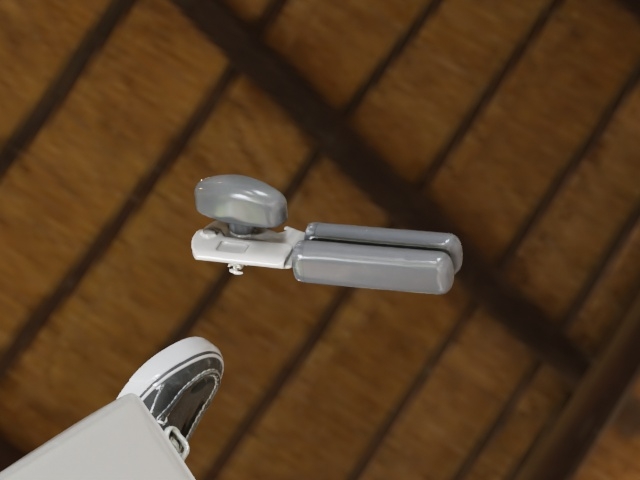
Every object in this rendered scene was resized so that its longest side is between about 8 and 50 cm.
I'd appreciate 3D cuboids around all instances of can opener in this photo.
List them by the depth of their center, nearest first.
[{"bbox_3d":[0.000,0.000,1.925,0.074,0.280,0.093,-60,-26,-53],"label":"can opener"}]

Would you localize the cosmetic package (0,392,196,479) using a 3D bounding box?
[{"bbox_3d":[-0.244,0.369,1.319,0.329,0.327,0.394,-36,-3,32],"label":"cosmetic package"}]

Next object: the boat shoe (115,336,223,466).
[{"bbox_3d":[-0.186,0.231,2.003,0.306,0.105,0.113,-45,-37,-28],"label":"boat shoe"}]
